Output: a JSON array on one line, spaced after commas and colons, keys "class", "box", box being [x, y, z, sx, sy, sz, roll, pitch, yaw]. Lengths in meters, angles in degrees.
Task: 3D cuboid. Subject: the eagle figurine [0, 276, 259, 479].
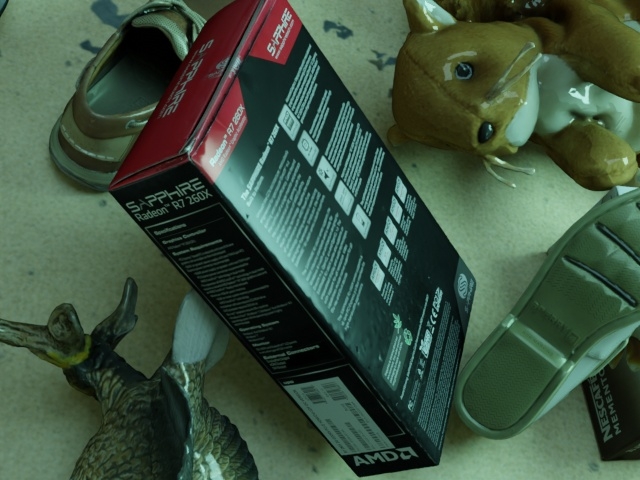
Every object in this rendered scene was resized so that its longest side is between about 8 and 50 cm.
[{"class": "eagle figurine", "box": [-0.132, 0.192, 0.823, 0.226, 0.225, 0.298, -10, 52, -41]}]

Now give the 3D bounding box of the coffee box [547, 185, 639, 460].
[{"class": "coffee box", "box": [0.334, 0.086, 1.089, 0.098, 0.141, 0.246, 3, 60, -20]}]

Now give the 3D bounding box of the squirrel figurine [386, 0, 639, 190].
[{"class": "squirrel figurine", "box": [0.241, -0.209, 1.198, 0.370, 0.281, 0.397, -9, 44, -12]}]

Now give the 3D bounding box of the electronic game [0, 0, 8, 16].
[{"class": "electronic game", "box": [-0.429, -0.274, 1.073, 0.229, 0.048, 0.229, 6, 63, -11]}]

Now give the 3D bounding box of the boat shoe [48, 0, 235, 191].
[{"class": "boat shoe", "box": [-0.153, -0.188, 1.084, 0.123, 0.116, 0.324, 29, 54, -2]}]

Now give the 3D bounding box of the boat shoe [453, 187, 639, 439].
[{"class": "boat shoe", "box": [0.244, 0.062, 1.002, 0.302, 0.103, 0.113, -43, 76, 5]}]

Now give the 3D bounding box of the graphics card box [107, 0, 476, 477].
[{"class": "graphics card box", "box": [0.000, 0.000, 0.909, 0.371, 0.094, 0.233, 51, 37, -30]}]
